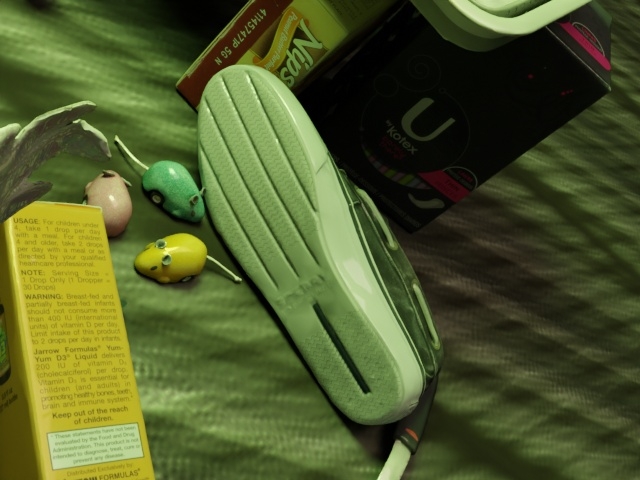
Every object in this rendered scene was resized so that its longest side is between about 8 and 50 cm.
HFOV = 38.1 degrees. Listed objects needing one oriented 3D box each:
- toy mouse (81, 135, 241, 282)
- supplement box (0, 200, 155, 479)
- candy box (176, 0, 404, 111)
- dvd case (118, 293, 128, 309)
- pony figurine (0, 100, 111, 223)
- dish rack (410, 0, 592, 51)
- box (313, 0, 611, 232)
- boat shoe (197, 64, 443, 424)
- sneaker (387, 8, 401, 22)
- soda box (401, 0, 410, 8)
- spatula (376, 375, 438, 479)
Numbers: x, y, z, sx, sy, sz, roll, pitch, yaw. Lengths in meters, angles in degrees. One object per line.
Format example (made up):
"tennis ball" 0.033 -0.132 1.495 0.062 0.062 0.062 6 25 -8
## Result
"toy mouse" -0.141 -0.034 0.763 0.161 0.031 0.143 1 60 -44
"supplement box" -0.165 0.093 0.591 0.080 0.078 0.233 0 66 -41
"candy box" 0.009 -0.232 0.942 0.087 0.183 0.316 48 39 -6
"dvd case" -0.206 0.028 0.668 0.119 0.013 0.087 46 39 -5
"pony figurine" -0.249 0.109 0.397 0.351 0.302 0.364 -36 103 -43
"dish rack" 0.103 -0.304 0.771 0.285 0.072 0.333 -32 79 -37
"box" 0.138 -0.161 0.942 0.165 0.270 0.143 37 41 -16
"boat shoe" 0.000 0.000 0.827 0.119 0.121 0.335 -24 89 -59
"sneaker" 0.148 -0.271 1.178 0.080 0.094 0.212 -18 74 -51
"soda box" 0.057 -0.408 1.128 0.098 0.091 0.286 -40 77 -15
"spatula" 0.059 0.193 0.782 0.084 0.030 0.296 45 39 -9
